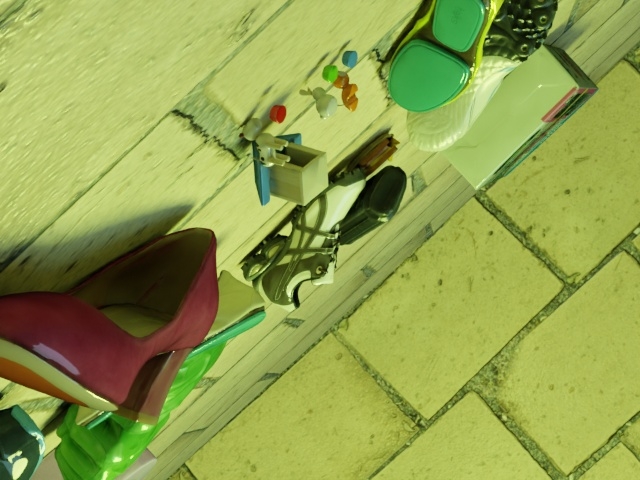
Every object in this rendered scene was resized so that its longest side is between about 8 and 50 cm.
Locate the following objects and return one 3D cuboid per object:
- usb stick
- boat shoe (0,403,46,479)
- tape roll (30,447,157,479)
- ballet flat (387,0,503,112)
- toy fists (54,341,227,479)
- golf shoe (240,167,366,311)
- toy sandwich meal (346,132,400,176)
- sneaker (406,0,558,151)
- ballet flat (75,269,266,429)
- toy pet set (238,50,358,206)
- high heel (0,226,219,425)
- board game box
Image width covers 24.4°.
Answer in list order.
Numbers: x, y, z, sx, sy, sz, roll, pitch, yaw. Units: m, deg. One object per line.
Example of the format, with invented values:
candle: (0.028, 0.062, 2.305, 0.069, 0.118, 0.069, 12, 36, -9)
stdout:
usb stick: (0.057, -0.041, 1.850, 0.077, 0.045, 0.278, -61, -176, -10)
boat shoe: (-0.347, 0.251, 1.384, 0.089, 0.109, 0.258, -23, 144, -52)
tape roll: (-0.347, 0.351, 1.956, 0.275, 0.090, 0.275, -42, 172, -7)
ballet flat: (0.125, -0.195, 1.355, 0.077, 0.077, 0.231, -58, 178, -25)
toy fists: (-0.212, 0.179, 1.652, 0.279, 0.096, 0.142, -49, -179, 36)
golf shoe: (0.000, 0.000, 1.750, 0.198, 0.094, 0.077, -47, 171, 19)
toy sandwich meal: (0.066, -0.097, 1.783, 0.085, 0.029, 0.085, -42, 173, -6)
sneaker: (0.170, -0.198, 1.601, 0.237, 0.085, 0.086, -51, -164, 32)
ballet flat: (-0.164, 0.101, 1.497, 0.248, 0.086, 0.086, -31, 168, -37)
toy pet set: (-0.027, -0.094, 1.244, 0.122, 0.065, 0.114, -40, 139, -44)
high heel: (-0.167, 0.037, 1.142, 0.377, 0.127, 0.181, 65, 44, -79)
board game box: (0.319, -0.198, 2.346, 0.224, 0.097, 0.303, -44, 174, 16)
